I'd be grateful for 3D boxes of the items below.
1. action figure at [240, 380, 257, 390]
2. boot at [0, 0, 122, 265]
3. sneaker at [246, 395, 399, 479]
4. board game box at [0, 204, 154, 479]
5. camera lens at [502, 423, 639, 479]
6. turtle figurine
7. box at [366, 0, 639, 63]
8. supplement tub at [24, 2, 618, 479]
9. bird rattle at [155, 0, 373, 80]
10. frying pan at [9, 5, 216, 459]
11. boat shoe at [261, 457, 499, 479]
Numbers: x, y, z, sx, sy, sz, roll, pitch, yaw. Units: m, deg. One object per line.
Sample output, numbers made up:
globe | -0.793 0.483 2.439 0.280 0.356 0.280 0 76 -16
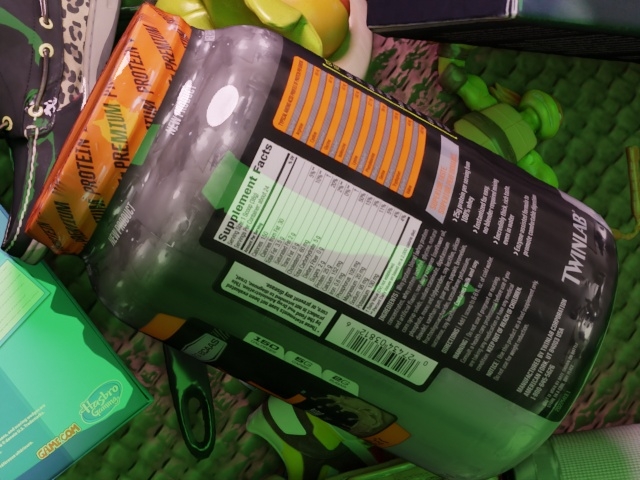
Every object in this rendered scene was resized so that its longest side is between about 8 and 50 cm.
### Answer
action figure | 0.056 0.052 1.087 0.232 0.137 0.063 -13 81 -22
boot | -0.241 -0.113 0.961 0.179 0.085 0.236 16 75 -21
sneaker | 0.019 0.183 1.098 0.084 0.069 0.185 -28 112 20
board game box | -0.322 0.059 0.998 0.254 0.079 0.336 -38 99 -12
camera lens | 0.272 0.244 1.049 0.274 0.219 0.219 -7 92 5
turtle figurine | 0.115 -0.079 1.100 0.217 0.087 0.269 -29 84 -30
box | 0.260 -0.280 1.016 0.395 0.212 0.293 1 95 -25
supplement tub | 0.000 0.000 0.894 0.338 0.207 0.207 28 84 -13
bird rattle | -0.045 -0.189 1.048 0.207 0.143 0.253 33 42 -36
frying pan | -0.102 -0.023 1.067 0.197 0.053 0.326 -33 98 -12
boat shoe | -0.026 0.238 1.035 0.341 0.110 0.121 -14 130 12
